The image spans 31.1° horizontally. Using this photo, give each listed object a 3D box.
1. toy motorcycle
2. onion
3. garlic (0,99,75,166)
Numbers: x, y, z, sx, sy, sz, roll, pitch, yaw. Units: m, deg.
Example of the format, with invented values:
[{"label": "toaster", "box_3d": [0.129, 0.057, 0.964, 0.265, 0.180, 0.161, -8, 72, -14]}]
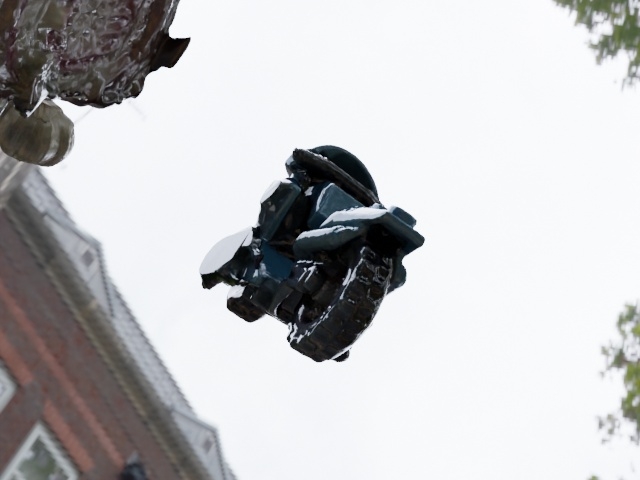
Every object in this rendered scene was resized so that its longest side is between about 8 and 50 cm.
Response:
[{"label": "toy motorcycle", "box_3d": [0.000, 0.000, 1.229, 0.172, 0.416, 0.232, 35, -96, -14]}, {"label": "onion", "box_3d": [-0.218, -0.247, 0.955, 0.146, 0.314, 0.280, 24, -77, 20]}, {"label": "garlic", "box_3d": [-0.360, -0.135, 1.427, 0.113, 0.074, 0.094, 31, -76, -17]}]
